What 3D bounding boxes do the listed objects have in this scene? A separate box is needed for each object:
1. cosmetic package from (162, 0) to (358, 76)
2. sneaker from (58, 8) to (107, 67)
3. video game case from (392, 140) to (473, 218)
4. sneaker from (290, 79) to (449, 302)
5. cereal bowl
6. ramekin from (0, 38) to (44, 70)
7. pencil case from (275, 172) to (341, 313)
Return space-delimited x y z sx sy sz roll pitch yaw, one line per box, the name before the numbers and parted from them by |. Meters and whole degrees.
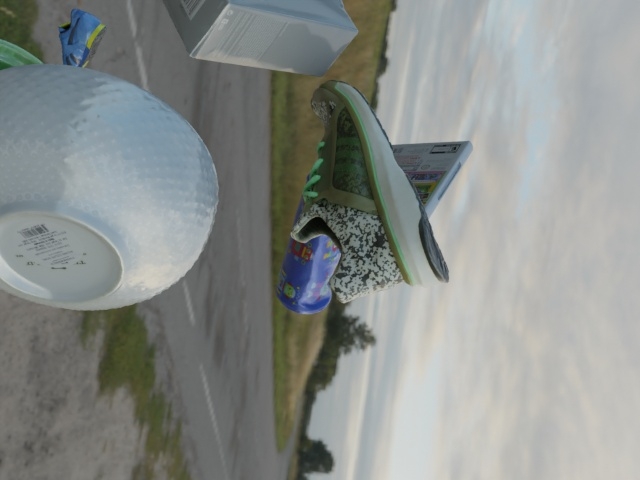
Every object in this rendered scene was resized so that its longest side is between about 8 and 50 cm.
cosmetic package | -0.078 -0.306 1.096 0.107 0.238 0.127 -45 -120 33
sneaker | -0.520 -0.418 1.737 0.209 0.082 0.069 -37 -158 54
video game case | 0.136 -0.103 1.427 0.193 0.212 0.023 -54 129 -32
sneaker | 0.026 -0.076 1.164 0.158 0.182 0.410 63 3 -47
cereal bowl | -0.293 -0.027 0.946 0.339 0.338 0.141 99 -5 -48
ramekin | -0.733 -0.295 1.824 0.148 0.303 0.303 -42 -155 35
pencil case | 0.000 0.000 1.641 0.133 0.119 0.306 -22 140 -46
